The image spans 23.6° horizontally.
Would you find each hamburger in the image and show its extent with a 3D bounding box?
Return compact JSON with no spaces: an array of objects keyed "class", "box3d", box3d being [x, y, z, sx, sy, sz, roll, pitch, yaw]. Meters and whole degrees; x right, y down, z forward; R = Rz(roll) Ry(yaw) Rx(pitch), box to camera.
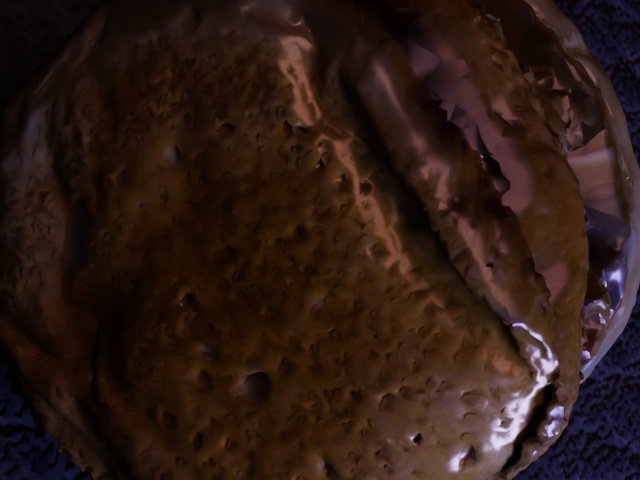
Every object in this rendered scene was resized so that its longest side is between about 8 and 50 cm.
[{"class":"hamburger","box3d":[0.000,0.000,0.594,0.244,0.244,0.163,67,22,-8]}]
